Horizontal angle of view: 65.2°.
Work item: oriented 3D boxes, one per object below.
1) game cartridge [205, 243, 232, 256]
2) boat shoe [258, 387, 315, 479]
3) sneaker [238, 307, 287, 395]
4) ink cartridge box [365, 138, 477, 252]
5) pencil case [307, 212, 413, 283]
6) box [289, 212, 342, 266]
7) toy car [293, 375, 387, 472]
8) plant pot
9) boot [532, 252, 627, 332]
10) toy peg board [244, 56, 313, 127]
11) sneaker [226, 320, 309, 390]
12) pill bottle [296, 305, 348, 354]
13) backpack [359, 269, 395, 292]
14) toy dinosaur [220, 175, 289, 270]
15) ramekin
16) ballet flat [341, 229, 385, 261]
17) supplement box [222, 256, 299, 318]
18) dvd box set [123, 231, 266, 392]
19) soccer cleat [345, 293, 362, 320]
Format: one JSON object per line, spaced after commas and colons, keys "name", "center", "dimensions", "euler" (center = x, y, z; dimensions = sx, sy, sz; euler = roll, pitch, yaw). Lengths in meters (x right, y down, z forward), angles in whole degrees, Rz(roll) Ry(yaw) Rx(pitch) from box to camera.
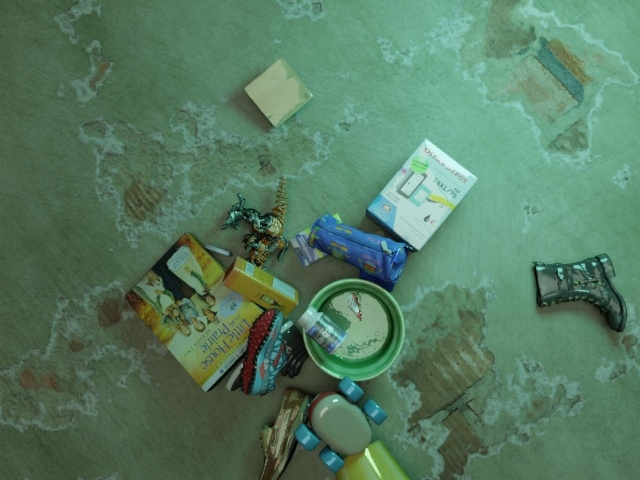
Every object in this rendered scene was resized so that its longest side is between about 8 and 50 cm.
{"name": "game cartridge", "center": [-0.332, 0.033, 1.635], "dimensions": [0.083, 0.056, 0.017], "euler": [19, 89, 5]}
{"name": "boat shoe", "center": [-0.128, 0.614, 1.565], "dimensions": [0.120, 0.122, 0.323], "euler": [24, 81, 11]}
{"name": "sneaker", "center": [-0.154, 0.331, 1.495], "dimensions": [0.104, 0.125, 0.261], "euler": [13, 85, 50]}
{"name": "ink cartridge box", "center": [0.297, -0.128, 1.518], "dimensions": [0.198, 0.197, 0.270], "euler": [39, 90, 5]}
{"name": "pencil case", "center": [0.110, 0.018, 1.479], "dimensions": [0.306, 0.133, 0.119], "euler": [23, 69, 23]}
{"name": "box", "center": [0.000, 0.000, 1.616], "dimensions": [0.178, 0.042, 0.108], "euler": [-28, 85, 2]}
{"name": "toy car", "center": [0.032, 0.508, 1.486], "dimensions": [0.219, 0.238, 0.210], "euler": [-46, 108, -9]}
{"name": "plant pot", "center": [0.158, 0.737, 1.476], "dimensions": [0.254, 0.254, 0.238], "euler": [-30, 69, 3]}
{"name": "boot", "center": [0.780, 0.170, 1.528], "dimensions": [0.229, 0.091, 0.262], "euler": [-14, 82, 9]}
{"name": "toy peg board", "center": [-0.137, -0.480, 1.645], "dimensions": [0.161, 0.079, 0.160], "euler": [-40, 100, 2]}
{"name": "sneaker", "center": [-0.156, 0.404, 1.575], "dimensions": [0.296, 0.104, 0.147], "euler": [-43, 79, -3]}
{"name": "pill bottle", "center": [0.004, 0.256, 1.434], "dimensions": [0.137, 0.078, 0.078], "euler": [40, 91, 6]}
{"name": "backpack", "center": [0.188, 0.085, 1.563], "dimensions": [0.120, 0.101, 0.098], "euler": [22, 52, 10]}
{"name": "toy dinosaur", "center": [-0.193, -0.047, 1.606], "dimensions": [0.219, 0.164, 0.321], "euler": [24, 71, -9]}
{"name": "ramekin", "center": [0.103, 0.266, 1.539], "dimensions": [0.304, 0.148, 0.303], "euler": [0, 87, 5]}
{"name": "ballet flat", "center": [0.137, 0.022, 1.597], "dimensions": [0.168, 0.052, 0.057], "euler": [-33, 85, 2]}
{"name": "supplement box", "center": [-0.182, 0.148, 1.560], "dimensions": [0.234, 0.080, 0.078], "euler": [33, 113, -15]}
{"name": "dvd box set", "center": [-0.390, 0.223, 1.600], "dimensions": [0.307, 0.062, 0.420], "euler": [-46, 76, 2]}
{"name": "soccer cleat", "center": [0.098, 0.197, 1.455], "dimensions": [0.036, 0.029, 0.083], "euler": [-20, 82, 12]}
